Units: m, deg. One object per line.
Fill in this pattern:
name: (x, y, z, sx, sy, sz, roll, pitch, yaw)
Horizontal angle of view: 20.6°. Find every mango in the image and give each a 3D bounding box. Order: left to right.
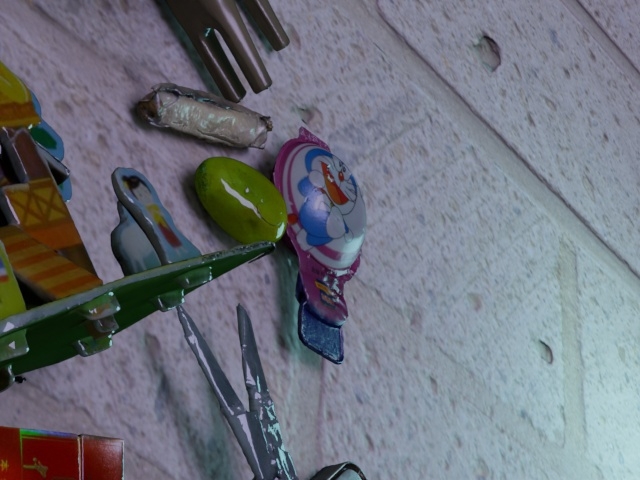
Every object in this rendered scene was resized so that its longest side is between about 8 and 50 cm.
mango: (-0.075, -0.038, 1.624, 0.108, 0.056, 0.073, 38, 36, -36)

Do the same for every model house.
model house: (-0.241, -0.056, 1.207, 0.357, 0.242, 0.313, -17, 83, -58)

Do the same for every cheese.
cheese: (0.000, 0.000, 1.714, 0.155, 0.062, 0.244, 34, 45, -46)

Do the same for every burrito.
burrito: (-0.107, -0.115, 1.642, 0.185, 0.041, 0.045, 14, 101, -55)

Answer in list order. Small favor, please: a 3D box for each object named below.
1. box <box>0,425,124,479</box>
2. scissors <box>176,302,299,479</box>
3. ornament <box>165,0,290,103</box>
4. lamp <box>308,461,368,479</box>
box: (-0.211, 0.192, 1.256, 0.175, 0.048, 0.112, 14, 69, -54)
scissors: (-0.031, 0.227, 1.473, 0.256, 0.029, 0.383, -11, 78, -58)
ornament: (-0.096, -0.285, 1.740, 0.245, 0.061, 0.230, 61, 29, -15)
lamp: (0.020, 0.357, 1.538, 0.266, 0.047, 0.269, -32, 98, -59)
